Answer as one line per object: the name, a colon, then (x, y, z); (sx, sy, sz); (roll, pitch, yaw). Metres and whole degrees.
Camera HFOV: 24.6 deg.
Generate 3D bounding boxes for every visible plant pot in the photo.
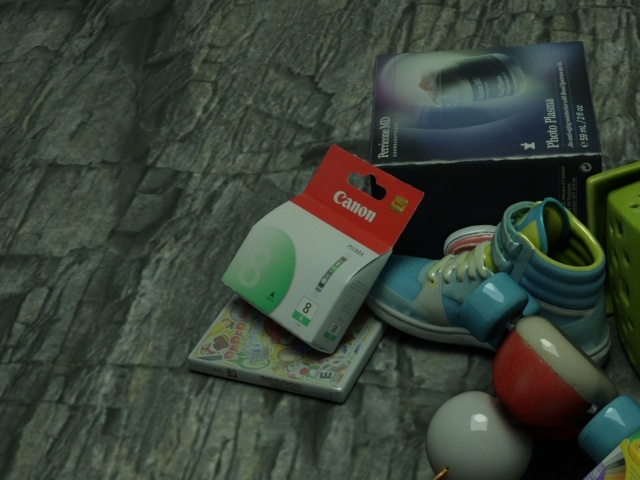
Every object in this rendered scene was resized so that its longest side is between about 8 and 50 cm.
plant pot: (0.435, 0.016, 1.716); (0.228, 0.227, 0.207); (-17, 30, -13)

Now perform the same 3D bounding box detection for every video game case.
video game case: (-0.024, 0.103, 1.829); (0.206, 0.026, 0.227); (10, 39, 22)

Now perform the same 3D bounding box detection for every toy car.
toy car: (0.194, 0.197, 1.565); (0.238, 0.210, 0.219); (-45, 72, 5)

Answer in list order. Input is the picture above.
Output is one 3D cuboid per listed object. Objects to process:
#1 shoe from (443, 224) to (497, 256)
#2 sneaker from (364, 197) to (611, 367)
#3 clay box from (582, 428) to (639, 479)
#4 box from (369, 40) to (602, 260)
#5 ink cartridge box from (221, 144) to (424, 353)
shoe: (0.243, 0.033, 1.836); (0.178, 0.063, 0.081); (8, 35, -2)
sneaker: (0.196, 0.023, 1.735); (0.319, 0.208, 0.127); (14, 40, 20)
clay box: (0.276, 0.289, 1.385); (0.222, 0.053, 0.127); (-46, 44, 12)
box: (0.217, -0.117, 1.963); (0.294, 0.182, 0.296); (-4, 36, 6)
ink cartridge box: (0.000, 0.000, 1.792); (0.181, 0.056, 0.224); (32, 93, 42)
